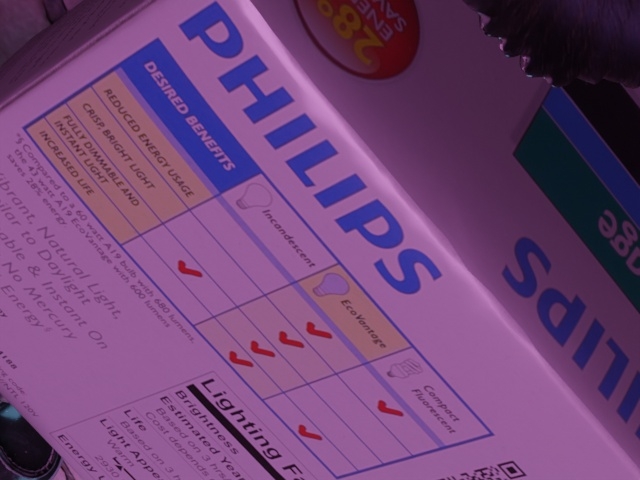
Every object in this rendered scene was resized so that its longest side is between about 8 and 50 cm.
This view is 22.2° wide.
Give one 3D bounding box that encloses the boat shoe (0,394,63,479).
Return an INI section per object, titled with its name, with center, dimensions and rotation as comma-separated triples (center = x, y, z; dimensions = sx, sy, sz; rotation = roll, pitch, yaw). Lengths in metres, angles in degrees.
[boat shoe]
center = -0.244, 0.078, 1.216
dimensions = 0.105, 0.113, 0.306
rotation = 17, 130, 40

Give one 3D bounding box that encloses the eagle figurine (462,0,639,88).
[eagle figurine]
center = 0.181, -0.160, 0.626
dimensions = 0.298, 0.226, 0.225
rotation = 16, 110, -8

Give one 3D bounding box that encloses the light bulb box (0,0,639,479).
[light bulb box]
center = 0.000, 0.000, 0.889
dimensions = 0.361, 0.225, 0.358
rotation = -25, 113, 45
